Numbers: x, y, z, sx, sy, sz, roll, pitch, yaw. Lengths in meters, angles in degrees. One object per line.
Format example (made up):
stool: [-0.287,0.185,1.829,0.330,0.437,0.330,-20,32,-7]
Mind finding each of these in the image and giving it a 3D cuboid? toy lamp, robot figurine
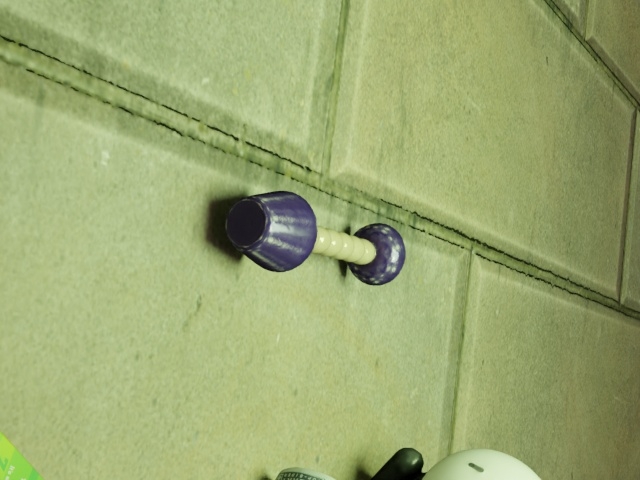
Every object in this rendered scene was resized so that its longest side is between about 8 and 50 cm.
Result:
toy lamp: [0.000,0.000,1.061,0.274,0.080,0.080,11,84,-60]
robot figurine: [0.155,0.352,1.211,0.278,0.209,0.174,115,-13,-49]

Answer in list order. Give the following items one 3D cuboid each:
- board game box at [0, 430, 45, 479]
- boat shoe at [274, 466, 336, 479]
board game box: [-0.230,0.208,0.719,0.124,0.039,0.259,-62,140,-35]
boat shoe: [0.026,0.405,1.092,0.156,0.135,0.367,-60,138,-39]
